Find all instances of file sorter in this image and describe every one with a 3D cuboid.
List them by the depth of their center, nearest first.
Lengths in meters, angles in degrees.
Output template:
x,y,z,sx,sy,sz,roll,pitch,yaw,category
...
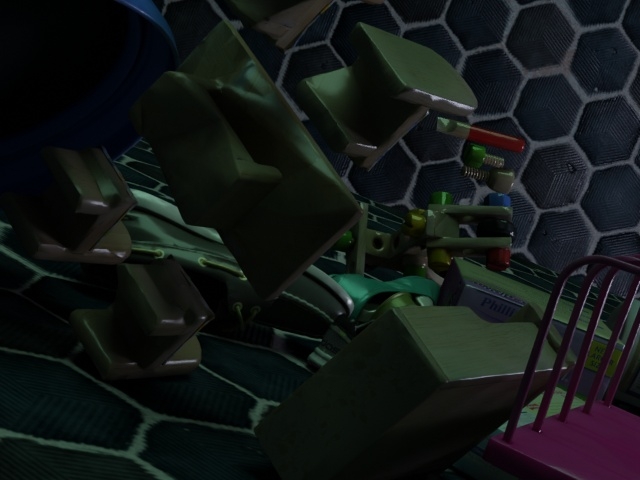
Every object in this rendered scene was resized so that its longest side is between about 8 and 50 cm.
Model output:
x,y,z,sx,sy,sz,roll,pitch,yaw,category
0.297,0.116,1.027,0.202,0.182,0.291,23,10,26,file sorter

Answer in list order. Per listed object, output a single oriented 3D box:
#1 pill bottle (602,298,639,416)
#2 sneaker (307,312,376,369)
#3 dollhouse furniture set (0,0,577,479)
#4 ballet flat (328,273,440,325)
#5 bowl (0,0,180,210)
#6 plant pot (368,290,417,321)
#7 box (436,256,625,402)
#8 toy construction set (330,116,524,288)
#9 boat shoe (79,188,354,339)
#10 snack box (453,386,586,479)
x,y,z,sx,sy,sz,roll,pitch,yaw,category
0.523,0.196,1.814,0.265,0.153,0.153,22,8,-2,pill bottle
0.073,0.123,1.393,0.170,0.074,0.063,18,9,-24,sneaker
0.000,0.000,1.103,0.394,0.362,0.256,56,24,22,dollhouse furniture set
0.091,0.094,1.668,0.247,0.083,0.087,7,31,-50,ballet flat
-0.319,-0.136,1.121,0.391,0.391,0.077,11,54,-53,bowl
0.107,0.117,1.557,0.079,0.083,0.083,40,16,28,plant pot
0.259,0.128,1.704,0.214,0.117,0.243,22,7,-1,box
0.154,-0.034,1.944,0.237,0.308,0.257,15,1,-12,toy construction set
-0.109,0.047,1.378,0.305,0.091,0.109,24,-35,-15,boat shoe
0.233,0.206,1.316,0.187,0.060,0.322,27,10,32,snack box
